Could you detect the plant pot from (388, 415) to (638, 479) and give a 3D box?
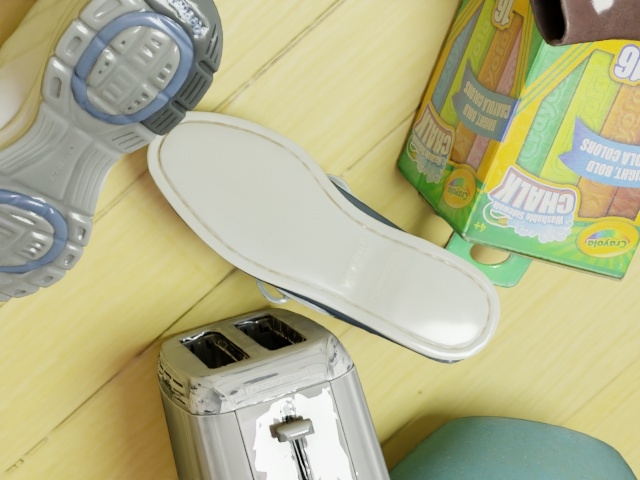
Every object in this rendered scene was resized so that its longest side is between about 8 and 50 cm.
[{"bbox_3d":[0.137,0.239,1.135,0.290,0.290,0.195,21,69,-26],"label":"plant pot"}]

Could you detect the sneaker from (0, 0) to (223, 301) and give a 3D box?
[{"bbox_3d":[-0.166,-0.073,0.957,0.111,0.129,0.297,34,118,-31],"label":"sneaker"}]

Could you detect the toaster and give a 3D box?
[{"bbox_3d":[-0.035,0.134,1.049,0.129,0.227,0.146,-15,100,-13],"label":"toaster"}]

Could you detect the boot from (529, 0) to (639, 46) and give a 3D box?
[{"bbox_3d":[0.221,-0.234,0.946,0.207,0.090,0.248,-1,87,-23],"label":"boot"}]

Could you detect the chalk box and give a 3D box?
[{"bbox_3d":[0.147,-0.061,1.054,0.132,0.132,0.213,12,109,-23],"label":"chalk box"}]

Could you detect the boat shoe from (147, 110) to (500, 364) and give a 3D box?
[{"bbox_3d":[0.000,0.000,1.032,0.254,0.079,0.095,26,79,-2],"label":"boat shoe"}]
